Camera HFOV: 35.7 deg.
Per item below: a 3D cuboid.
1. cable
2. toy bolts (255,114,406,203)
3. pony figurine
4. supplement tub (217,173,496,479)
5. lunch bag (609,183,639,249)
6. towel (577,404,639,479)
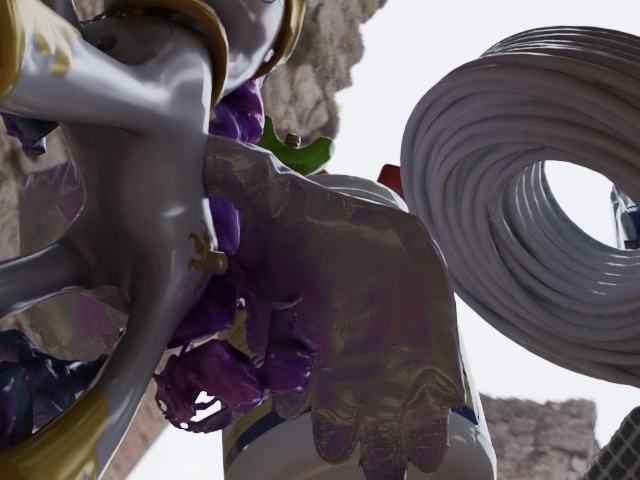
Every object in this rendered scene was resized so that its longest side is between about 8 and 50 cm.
[{"bbox_3d":[0.174,-0.017,0.631,0.257,0.089,0.257,6,-48,46],"label":"cable"},{"bbox_3d":[0.000,-0.014,1.153,0.229,0.158,0.218,19,-14,-1],"label":"toy bolts"},{"bbox_3d":[-0.083,-0.007,0.511,0.303,0.363,0.350,8,-69,17],"label":"pony figurine"},{"bbox_3d":[0.020,0.112,0.912,0.229,0.316,0.228,-4,-45,-4],"label":"supplement tub"},{"bbox_3d":[0.374,0.026,1.086,0.090,0.219,0.176,-11,-76,12],"label":"lunch bag"},{"bbox_3d":[0.273,0.298,0.821,0.121,0.235,0.283,26,-70,-16],"label":"towel"}]
